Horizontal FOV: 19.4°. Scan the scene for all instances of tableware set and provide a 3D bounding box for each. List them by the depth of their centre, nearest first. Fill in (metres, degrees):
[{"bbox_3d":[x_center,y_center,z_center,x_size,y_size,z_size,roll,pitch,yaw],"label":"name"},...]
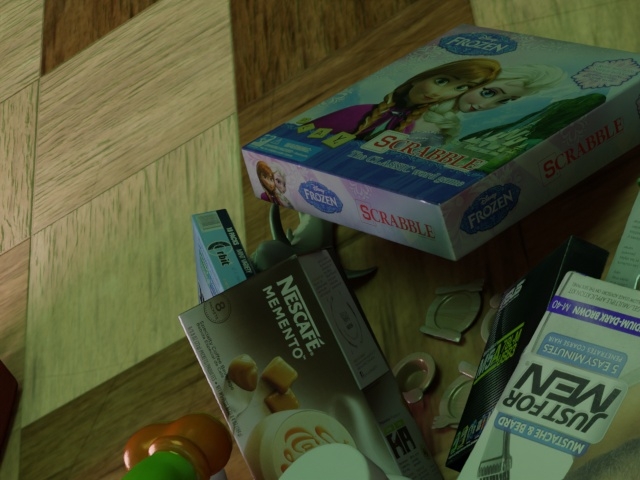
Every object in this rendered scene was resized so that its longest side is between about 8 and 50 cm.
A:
[{"bbox_3d":[0.134,0.107,1.810,0.141,0.020,0.168,7,60,47],"label":"tableware set"}]

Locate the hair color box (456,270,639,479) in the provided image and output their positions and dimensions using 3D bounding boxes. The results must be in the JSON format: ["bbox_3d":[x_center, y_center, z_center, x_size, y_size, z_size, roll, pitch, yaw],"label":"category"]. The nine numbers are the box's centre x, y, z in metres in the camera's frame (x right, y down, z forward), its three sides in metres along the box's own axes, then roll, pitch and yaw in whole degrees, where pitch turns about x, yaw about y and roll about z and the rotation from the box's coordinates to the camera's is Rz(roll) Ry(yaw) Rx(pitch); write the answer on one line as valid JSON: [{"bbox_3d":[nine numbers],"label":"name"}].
[{"bbox_3d":[0.201,0.204,1.418,0.185,0.110,0.339,15,74,51],"label":"hair color box"}]

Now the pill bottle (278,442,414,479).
[{"bbox_3d":[0.060,0.268,1.548,0.131,0.229,0.131,-26,40,24],"label":"pill bottle"}]

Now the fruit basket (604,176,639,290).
[{"bbox_3d":[0.367,0.060,1.555,0.327,0.165,0.353,12,79,49],"label":"fruit basket"}]

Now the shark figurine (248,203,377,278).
[{"bbox_3d":[0.008,0.001,1.998,0.116,0.166,0.278,3,35,15],"label":"shark figurine"}]

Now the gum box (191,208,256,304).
[{"bbox_3d":[-0.091,0.087,1.920,0.041,0.184,0.157,-11,36,-12],"label":"gum box"}]

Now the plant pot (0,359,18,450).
[{"bbox_3d":[-0.515,0.193,2.180,0.267,0.267,0.235,-6,38,41],"label":"plant pot"}]

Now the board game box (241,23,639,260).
[{"bbox_3d":[0.138,-0.109,1.866,0.318,0.066,0.319,-31,29,-29],"label":"board game box"}]

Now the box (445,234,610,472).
[{"bbox_3d":[0.180,0.107,1.650,0.190,0.045,0.184,128,163,-69],"label":"box"}]

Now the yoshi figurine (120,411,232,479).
[{"bbox_3d":[-0.168,0.312,1.512,0.204,0.203,0.362,13,33,13],"label":"yoshi figurine"}]

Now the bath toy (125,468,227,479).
[{"bbox_3d":[-0.106,0.322,1.756,0.348,0.151,0.129,45,128,54],"label":"bath toy"}]

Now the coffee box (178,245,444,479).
[{"bbox_3d":[-0.008,0.145,1.726,0.141,0.098,0.246,-27,85,22],"label":"coffee box"}]
